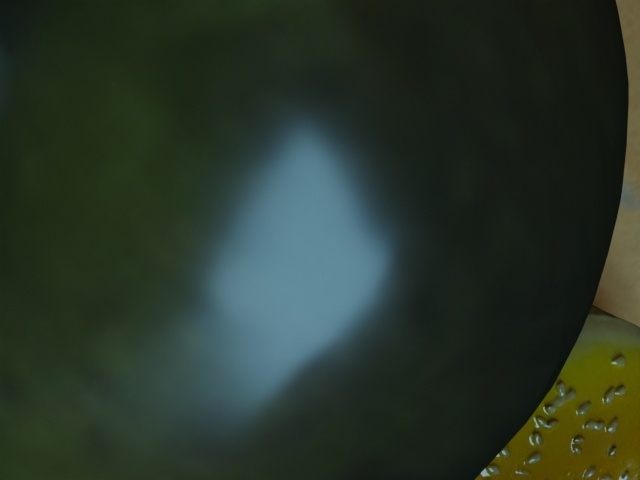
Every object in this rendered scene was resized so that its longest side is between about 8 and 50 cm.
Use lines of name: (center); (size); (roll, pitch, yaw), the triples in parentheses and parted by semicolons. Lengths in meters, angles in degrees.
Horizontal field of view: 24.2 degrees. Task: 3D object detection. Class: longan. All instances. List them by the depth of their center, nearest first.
longan: (-0.076, -0.034, 0.523); (0.361, 0.361, 0.361); (-15, 133, -17)

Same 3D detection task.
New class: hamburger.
hamburger: (0.089, 0.146, 0.897); (0.295, 0.151, 0.227); (-15, 131, -17)
